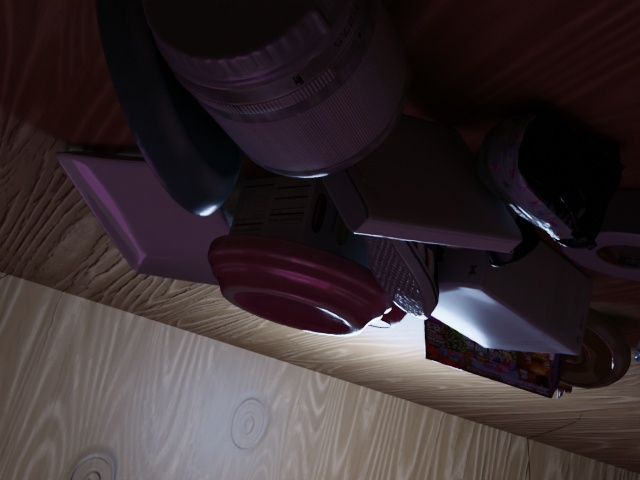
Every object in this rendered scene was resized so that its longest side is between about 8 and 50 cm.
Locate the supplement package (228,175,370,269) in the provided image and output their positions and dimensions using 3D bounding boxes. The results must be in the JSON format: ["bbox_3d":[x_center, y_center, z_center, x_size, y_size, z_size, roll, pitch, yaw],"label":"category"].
[{"bbox_3d":[0.000,0.000,1.912,0.204,0.145,0.261,-3,157,46],"label":"supplement package"}]

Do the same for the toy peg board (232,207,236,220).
[{"bbox_3d":[-0.115,-0.010,2.139,0.161,0.079,0.160,16,180,1],"label":"toy peg board"}]

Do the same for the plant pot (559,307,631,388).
[{"bbox_3d":[0.523,0.225,2.201,0.236,0.032,0.236,20,136,20],"label":"plant pot"}]

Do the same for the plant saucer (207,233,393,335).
[{"bbox_3d":[-0.040,0.087,1.826,0.332,0.084,0.332,14,163,4],"label":"plant saucer"}]

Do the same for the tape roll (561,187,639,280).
[{"bbox_3d":[0.481,-0.004,1.609,0.219,0.072,0.219,13,163,4],"label":"tape roll"}]

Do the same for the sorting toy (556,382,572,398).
[{"bbox_3d":[0.505,0.320,2.405,0.132,0.046,0.274,12,164,4],"label":"sorting toy"}]

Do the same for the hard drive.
[{"bbox_3d":[0.110,-0.083,1.326,0.307,0.203,0.040,7,137,-47],"label":"hard drive"}]

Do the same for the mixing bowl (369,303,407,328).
[{"bbox_3d":[0.124,0.135,2.346,0.181,0.098,0.181,14,163,4],"label":"mixing bowl"}]

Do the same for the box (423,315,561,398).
[{"bbox_3d":[0.360,0.207,2.232,0.293,0.057,0.201,15,135,24],"label":"box"}]

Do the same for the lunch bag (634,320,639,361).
[{"bbox_3d":[0.752,0.201,1.998,0.303,0.115,0.243,15,166,-5],"label":"lunch bag"}]

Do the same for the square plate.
[{"bbox_3d":[-0.291,-0.044,2.015,0.343,0.049,0.347,6,141,31],"label":"square plate"}]

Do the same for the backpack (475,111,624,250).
[{"bbox_3d":[0.294,-0.086,1.381,0.182,0.152,0.115,33,158,-29],"label":"backpack"}]

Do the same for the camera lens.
[{"bbox_3d":[-0.037,-0.207,1.107,0.219,0.220,0.274,8,163,22],"label":"camera lens"}]

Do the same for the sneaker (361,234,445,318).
[{"bbox_3d":[0.136,-0.012,1.641,0.126,0.127,0.321,25,153,38],"label":"sneaker"}]

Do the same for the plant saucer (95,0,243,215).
[{"bbox_3d":[-0.153,-0.185,1.177,0.043,0.318,0.317,-15,156,13],"label":"plant saucer"}]

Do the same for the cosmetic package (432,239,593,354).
[{"bbox_3d":[0.302,0.074,1.889,0.217,0.156,0.385,1,158,38],"label":"cosmetic package"}]

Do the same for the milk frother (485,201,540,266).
[{"bbox_3d":[0.270,-0.057,1.589,0.135,0.129,0.143,58,180,-17],"label":"milk frother"}]

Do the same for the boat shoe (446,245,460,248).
[{"bbox_3d":[0.229,-0.029,1.661,0.048,0.056,0.153,5,-159,14],"label":"boat shoe"}]
